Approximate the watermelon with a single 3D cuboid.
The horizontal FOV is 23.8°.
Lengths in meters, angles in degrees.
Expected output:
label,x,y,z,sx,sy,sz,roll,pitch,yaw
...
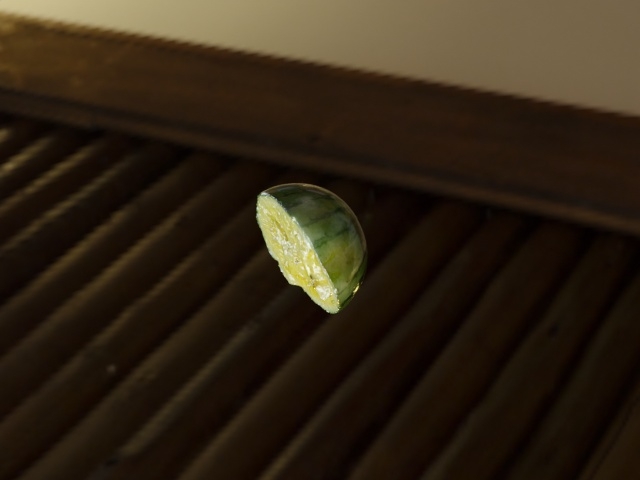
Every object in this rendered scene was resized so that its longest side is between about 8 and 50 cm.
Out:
label,x,y,z,sx,sy,sz,roll,pitch,yaw
watermelon,0.000,0.000,1.127,0.062,0.105,0.105,-30,-139,-15
